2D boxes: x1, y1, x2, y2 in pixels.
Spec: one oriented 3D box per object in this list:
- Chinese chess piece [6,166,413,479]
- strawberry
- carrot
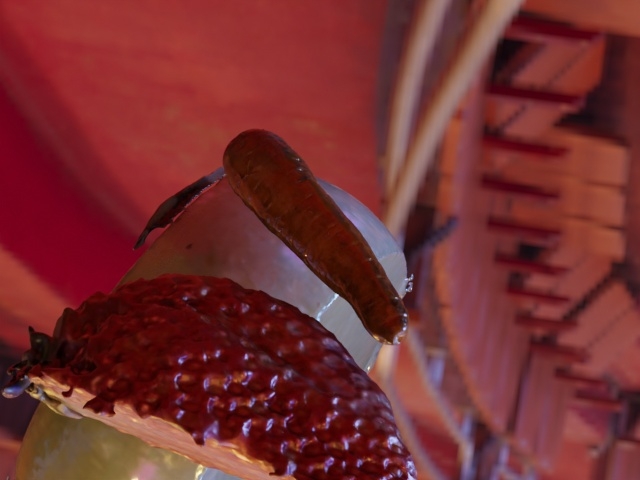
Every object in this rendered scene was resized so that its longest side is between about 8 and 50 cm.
[{"bbox_3d":[-0.081,0.106,1.433,0.146,0.349,0.349,34,173,13],"label":"Chinese chess piece"},{"bbox_3d":[-0.051,0.077,1.074,0.236,0.107,0.175,20,172,-3],"label":"strawberry"},{"bbox_3d":[0.000,0.000,1.147,0.047,0.047,0.191,25,-159,-53],"label":"carrot"}]
